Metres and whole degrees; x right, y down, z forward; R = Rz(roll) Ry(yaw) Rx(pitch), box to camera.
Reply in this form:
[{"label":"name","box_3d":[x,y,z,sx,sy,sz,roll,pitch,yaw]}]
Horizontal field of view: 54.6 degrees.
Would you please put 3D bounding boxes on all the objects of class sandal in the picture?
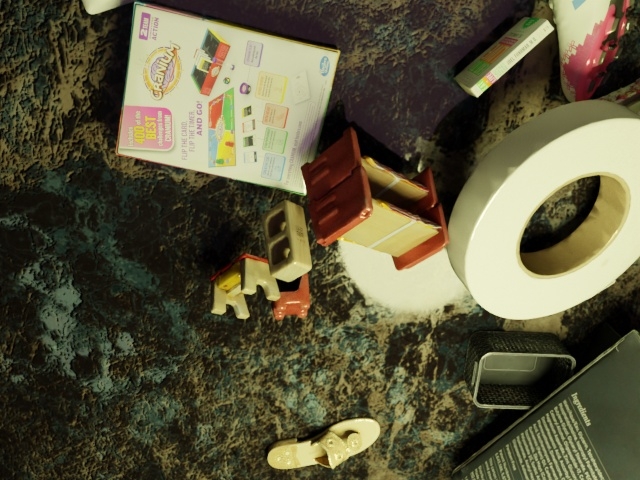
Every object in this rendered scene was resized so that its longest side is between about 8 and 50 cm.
[{"label":"sandal","box_3d":[0.010,0.433,1.252,0.240,0.079,0.088,-15,111,4]}]

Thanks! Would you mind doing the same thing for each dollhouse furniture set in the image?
[{"label":"dollhouse furniture set","box_3d":[0.000,0.000,1.040,0.201,0.152,0.374,20,138,-41]}]

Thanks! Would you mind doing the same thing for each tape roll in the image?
[{"label":"tape roll","box_3d":[0.394,-0.036,1.010,0.393,0.072,0.391,-12,129,-15]}]

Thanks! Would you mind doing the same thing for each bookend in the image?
[{"label":"bookend","box_3d":[0.593,0.263,1.208,0.156,0.072,0.157,20,109,-10]}]

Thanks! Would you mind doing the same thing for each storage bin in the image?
[{"label":"storage bin","box_3d":[0.377,0.248,1.189,0.180,0.084,0.121,2,111,-3]}]

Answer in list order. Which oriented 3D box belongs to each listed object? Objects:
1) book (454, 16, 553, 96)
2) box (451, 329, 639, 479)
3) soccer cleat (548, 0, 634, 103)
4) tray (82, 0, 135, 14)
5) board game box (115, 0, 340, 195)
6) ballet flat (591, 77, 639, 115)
[{"label":"book","box_3d":[0.286,-0.287,0.971,0.144,0.096,0.035,-42,106,13]},{"label":"box","box_3d":[0.591,0.493,1.122,0.480,0.297,0.471,31,114,-20]},{"label":"soccer cleat","box_3d":[0.399,-0.379,0.945,0.143,0.116,0.331,26,132,32]},{"label":"tray","box_3d":[-0.254,-0.448,0.928,0.271,0.030,0.145,-15,112,4]},{"label":"board game box","box_3d":[-0.150,-0.225,0.999,0.317,0.064,0.242,12,110,-6]},{"label":"ballet flat","box_3d":[0.489,-0.203,1.021,0.241,0.077,0.091,-33,109,11]}]
